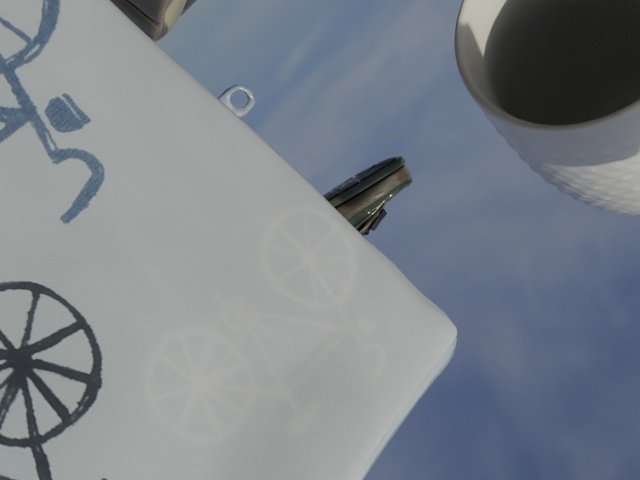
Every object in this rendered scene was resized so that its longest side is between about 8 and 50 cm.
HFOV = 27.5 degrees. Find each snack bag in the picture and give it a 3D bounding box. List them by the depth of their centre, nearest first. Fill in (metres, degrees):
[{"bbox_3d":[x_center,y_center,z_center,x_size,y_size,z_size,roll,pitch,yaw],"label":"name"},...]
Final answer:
[{"bbox_3d":[-0.129,0.024,0.480,0.037,0.342,0.323,-43,-173,49],"label":"snack bag"}]

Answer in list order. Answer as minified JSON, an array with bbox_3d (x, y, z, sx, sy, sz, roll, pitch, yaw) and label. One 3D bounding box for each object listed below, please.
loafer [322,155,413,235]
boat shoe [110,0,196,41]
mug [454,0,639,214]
[{"bbox_3d":[0.000,0.000,1.535,0.268,0.084,0.096,-32,-173,0],"label":"loafer"},{"bbox_3d":[-0.101,-0.290,1.064,0.130,0.132,0.355,-47,-172,-28],"label":"boat shoe"},{"bbox_3d":[0.378,-0.200,1.467,0.374,0.328,0.276,-33,-124,12],"label":"mug"}]
